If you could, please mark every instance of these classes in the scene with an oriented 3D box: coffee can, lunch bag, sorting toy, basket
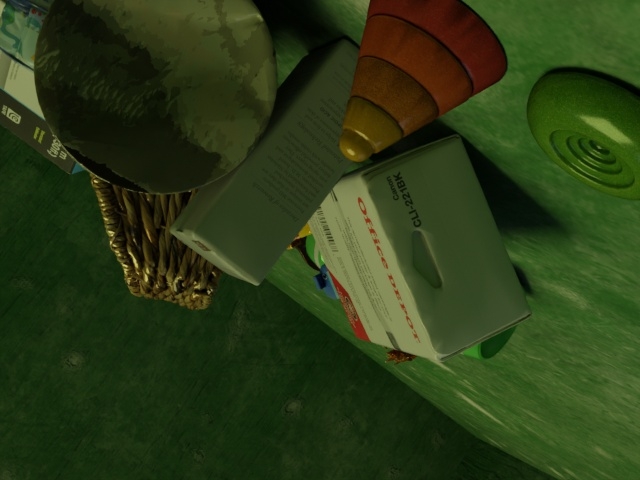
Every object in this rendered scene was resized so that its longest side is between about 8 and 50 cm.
[{"bbox_3d":[-0.166,-0.159,0.844,0.201,0.201,0.275,38,178,-17],"label":"coffee can"},{"bbox_3d":[-0.285,-0.245,1.102,0.219,0.090,0.176,29,-159,-1],"label":"lunch bag"},{"bbox_3d":[0.155,-0.046,0.619,0.365,0.126,0.127,34,170,16],"label":"sorting toy"},{"bbox_3d":[-0.231,-0.037,1.146,0.223,0.213,0.299,18,-176,-13],"label":"basket"}]

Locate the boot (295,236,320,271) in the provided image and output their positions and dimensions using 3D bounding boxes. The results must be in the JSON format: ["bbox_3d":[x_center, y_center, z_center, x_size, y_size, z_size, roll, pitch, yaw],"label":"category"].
[{"bbox_3d":[-0.030,-0.019,1.652,0.219,0.082,0.106,38,-167,-41],"label":"boot"}]

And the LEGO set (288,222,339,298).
[{"bbox_3d":[0.000,0.000,1.121,0.093,0.087,0.227,-19,94,47],"label":"LEGO set"}]

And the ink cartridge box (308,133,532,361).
[{"bbox_3d":[0.088,0.009,0.939,0.197,0.114,0.273,67,167,-5],"label":"ink cartridge box"}]

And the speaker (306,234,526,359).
[{"bbox_3d":[0.123,0.043,1.177,0.296,0.131,0.131,30,169,32],"label":"speaker"}]

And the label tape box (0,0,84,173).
[{"bbox_3d":[-0.370,-0.228,1.306,0.348,0.115,0.249,38,140,-4],"label":"label tape box"}]

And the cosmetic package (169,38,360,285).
[{"bbox_3d":[-0.034,-0.074,0.823,0.085,0.231,0.117,38,171,-17],"label":"cosmetic package"}]

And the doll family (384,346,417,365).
[{"bbox_3d":[0.134,0.187,1.872,0.263,0.118,0.163,27,167,43],"label":"doll family"}]
